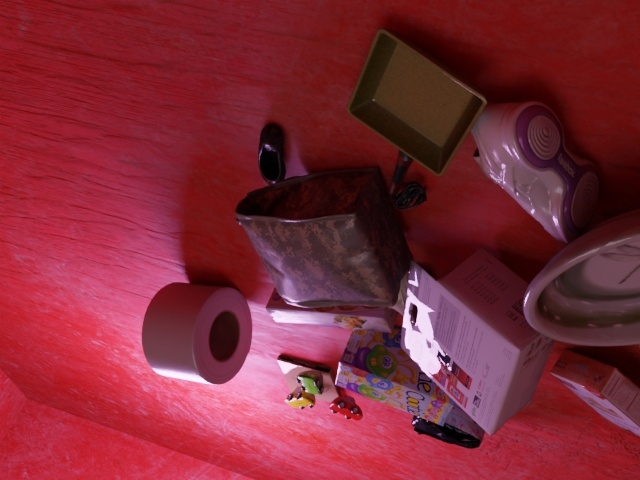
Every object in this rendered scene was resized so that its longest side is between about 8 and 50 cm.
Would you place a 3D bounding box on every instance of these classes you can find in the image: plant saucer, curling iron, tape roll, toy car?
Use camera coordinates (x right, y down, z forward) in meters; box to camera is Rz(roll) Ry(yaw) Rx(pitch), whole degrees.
[{"bbox_3d":[0.513,0.043,1.273,0.400,0.101,0.400,-2,148,-1],"label":"plant saucer"},{"bbox_3d":[0.147,-0.213,1.222,0.188,0.045,0.188,36,146,7],"label":"plant saucer"},{"bbox_3d":[0.160,-0.147,1.366,0.068,0.035,0.274,1,142,-2],"label":"curling iron"},{"bbox_3d":[-0.307,0.232,2.052,0.169,0.246,0.246,3,143,31],"label":"tape roll"},{"bbox_3d":[-0.005,0.418,2.270,0.239,0.053,0.225,6,145,22],"label":"toy car"}]

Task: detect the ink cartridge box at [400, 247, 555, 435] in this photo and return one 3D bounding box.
[{"bbox_3d":[0.298,0.178,1.574,0.272,0.130,0.309,42,151,30],"label":"ink cartridge box"}]

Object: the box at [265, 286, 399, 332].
[{"bbox_3d":[0.024,0.160,1.888,0.324,0.067,0.063,3,142,33],"label":"box"}]

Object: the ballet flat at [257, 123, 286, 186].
[{"bbox_3d":[-0.097,-0.149,1.517,0.057,0.049,0.173,19,149,11],"label":"ballet flat"}]

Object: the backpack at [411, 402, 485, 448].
[{"bbox_3d":[0.337,0.461,2.084,0.182,0.115,0.152,20,160,5],"label":"backpack"}]

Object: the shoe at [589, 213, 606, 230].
[{"bbox_3d":[0.463,0.030,1.410,0.076,0.058,0.219,-8,152,-6],"label":"shoe"}]

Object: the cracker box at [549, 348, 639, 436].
[{"bbox_3d":[0.610,0.328,1.686,0.232,0.067,0.155,39,172,-21],"label":"cracker box"}]

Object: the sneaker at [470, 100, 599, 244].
[{"bbox_3d":[0.331,-0.111,1.259,0.152,0.114,0.305,19,157,50],"label":"sneaker"}]

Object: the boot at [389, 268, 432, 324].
[{"bbox_3d":[0.161,0.130,1.737,0.165,0.077,0.213,9,139,22],"label":"boot"}]

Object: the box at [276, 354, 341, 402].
[{"bbox_3d":[-0.028,0.402,2.334,0.164,0.021,0.201,11,146,21],"label":"box"}]

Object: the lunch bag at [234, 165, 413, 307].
[{"bbox_3d":[0.000,0.000,1.542,0.287,0.169,0.235,-4,130,29],"label":"lunch bag"}]

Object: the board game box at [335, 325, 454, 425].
[{"bbox_3d":[0.191,0.305,1.919,0.275,0.142,0.144,19,149,9],"label":"board game box"}]
